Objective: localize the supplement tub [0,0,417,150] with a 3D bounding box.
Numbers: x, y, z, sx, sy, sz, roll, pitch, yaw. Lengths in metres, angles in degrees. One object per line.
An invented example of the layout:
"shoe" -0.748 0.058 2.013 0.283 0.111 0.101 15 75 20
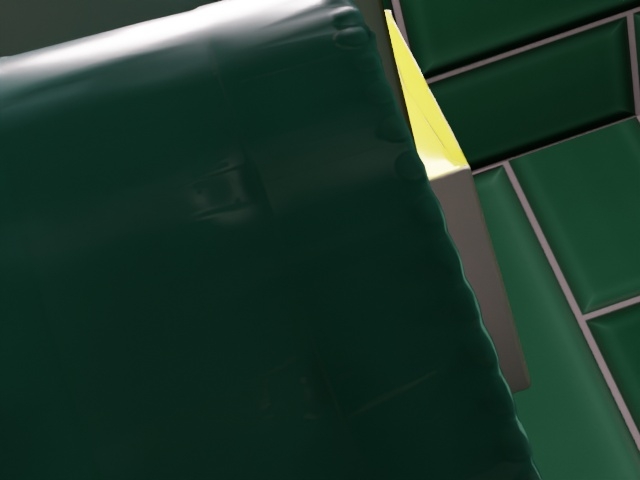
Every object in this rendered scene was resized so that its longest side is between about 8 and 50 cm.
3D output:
"supplement tub" -0.064 -0.054 0.908 0.316 0.228 0.228 72 -2 -51

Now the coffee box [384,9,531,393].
"coffee box" 0.000 0.000 1.878 0.338 0.337 0.334 -109 180 -51

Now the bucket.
"bucket" -0.042 0.060 0.524 0.281 0.183 0.281 161 -90 -89
